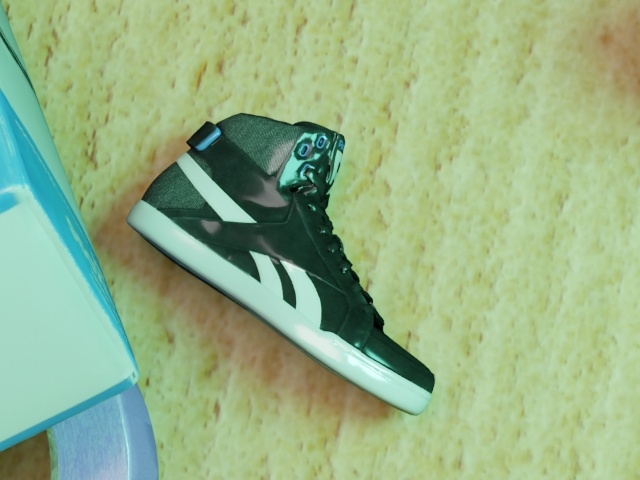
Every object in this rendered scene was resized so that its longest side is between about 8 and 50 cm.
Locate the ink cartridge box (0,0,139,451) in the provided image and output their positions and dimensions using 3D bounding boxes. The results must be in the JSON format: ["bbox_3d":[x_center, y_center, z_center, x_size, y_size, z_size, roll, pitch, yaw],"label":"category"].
[{"bbox_3d":[-0.298,-0.040,1.075,0.285,0.166,0.395,-26,46,0],"label":"ink cartridge box"}]

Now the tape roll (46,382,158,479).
[{"bbox_3d":[-0.238,0.142,1.158,0.275,0.090,0.274,-1,79,5],"label":"tape roll"}]

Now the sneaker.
[{"bbox_3d":[0.000,0.000,1.166,0.217,0.079,0.121,34,86,12],"label":"sneaker"}]
